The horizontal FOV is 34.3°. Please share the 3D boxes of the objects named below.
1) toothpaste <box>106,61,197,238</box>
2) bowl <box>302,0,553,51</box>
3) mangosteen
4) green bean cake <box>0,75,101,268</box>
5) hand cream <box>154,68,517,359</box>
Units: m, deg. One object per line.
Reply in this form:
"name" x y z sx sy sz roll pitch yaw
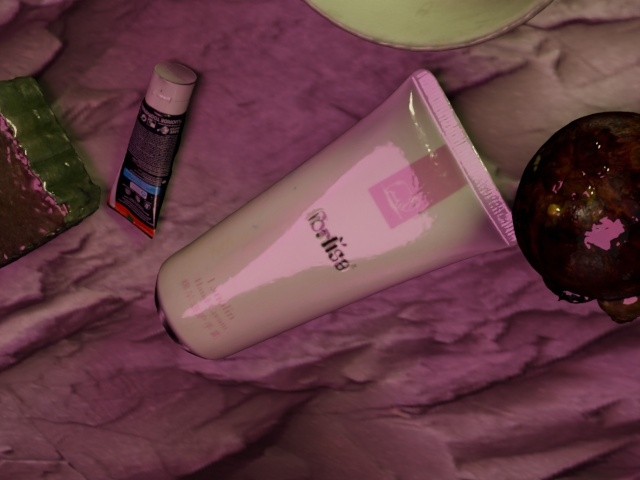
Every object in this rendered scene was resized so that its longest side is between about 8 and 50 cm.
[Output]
"toothpaste" -0.181 -0.096 1.097 0.071 0.045 0.193 34 124 18
"bowl" 0.095 -0.317 0.824 0.307 0.163 0.307 8 115 18
"mangosteen" 0.255 -0.021 0.879 0.184 0.172 0.172 24 122 -25
"green bean cake" -0.349 -0.073 1.145 0.173 0.094 0.181 -29 96 29
"hand cream" 0.000 0.000 1.018 0.358 0.118 0.185 -29 92 23
